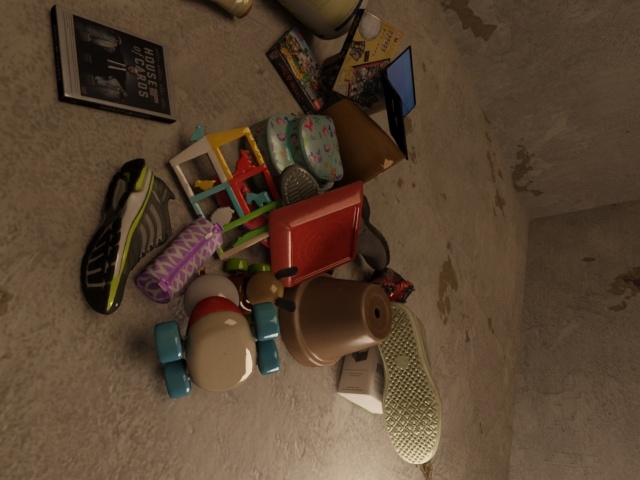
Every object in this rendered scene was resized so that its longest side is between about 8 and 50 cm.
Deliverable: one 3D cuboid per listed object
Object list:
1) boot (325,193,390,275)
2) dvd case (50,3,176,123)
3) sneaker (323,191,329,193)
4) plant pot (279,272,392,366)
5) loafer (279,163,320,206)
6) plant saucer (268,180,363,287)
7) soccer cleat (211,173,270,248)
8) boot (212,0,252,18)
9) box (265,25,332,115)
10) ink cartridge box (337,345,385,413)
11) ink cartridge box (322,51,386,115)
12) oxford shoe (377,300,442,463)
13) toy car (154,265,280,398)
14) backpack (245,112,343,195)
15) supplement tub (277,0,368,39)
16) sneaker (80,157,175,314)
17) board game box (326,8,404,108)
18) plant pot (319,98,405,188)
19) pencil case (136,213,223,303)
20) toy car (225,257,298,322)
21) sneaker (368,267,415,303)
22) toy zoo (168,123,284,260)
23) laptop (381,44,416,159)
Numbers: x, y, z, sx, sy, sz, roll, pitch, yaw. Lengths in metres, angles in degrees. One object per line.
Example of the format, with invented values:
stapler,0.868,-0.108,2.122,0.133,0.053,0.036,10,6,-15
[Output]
boot,0.078,0.025,1.372,0.222,0.118,0.338,-51,130,-24
dvd case,-0.410,-0.346,0.928,0.239,0.030,0.179,-3,83,-52
sneaker,0.012,-0.108,1.386,0.191,0.071,0.082,-2,71,-58
plant pot,0.058,0.199,1.215,0.263,0.229,0.262,21,63,-48
loafer,-0.046,-0.097,1.122,0.087,0.094,0.251,54,-8,39
plant saucer,0.000,0.000,1.141,0.259,0.047,0.258,-21,138,-23
soccer cleat,-0.175,-0.069,1.126,0.083,0.095,0.248,-47,108,-6
boot,-0.281,-0.719,1.150,0.203,0.095,0.261,-8,91,-52
box,-0.057,-0.523,1.420,0.233,0.044,0.159,52,44,-29
ink cartridge box,0.177,0.372,1.410,0.198,0.115,0.272,42,50,-37
ink cartridge box,0.148,-0.547,1.568,0.235,0.193,0.088,40,52,-38
oxford shoe,0.250,0.390,1.287,0.130,0.169,0.449,2,77,-70
toy car,-0.217,0.161,0.939,0.238,0.219,0.210,-118,-156,-48
backpack,-0.070,-0.228,1.216,0.254,0.191,0.225,-10,89,-48
supplement tub,-0.028,-0.794,1.376,0.325,0.236,0.235,22,63,-48
sneaker,-0.344,-0.003,0.855,0.121,0.111,0.299,36,55,-46
board game box,0.137,-0.553,1.405,0.165,0.042,0.243,14,108,-35
plant pot,0.104,-0.307,1.444,0.237,0.237,0.254,-35,95,-51
pencil case,-0.280,0.038,0.938,0.086,0.088,0.206,58,42,-26
toy car,-0.119,0.116,1.039,0.149,0.188,0.154,18,67,-49
sneaker,0.201,0.148,1.497,0.135,0.097,0.276,42,20,28
toy zoo,-0.208,-0.126,1.037,0.192,0.030,0.293,-27,106,-15
laptop,0.281,-0.440,1.461,0.234,0.137,0.264,69,3,-48
